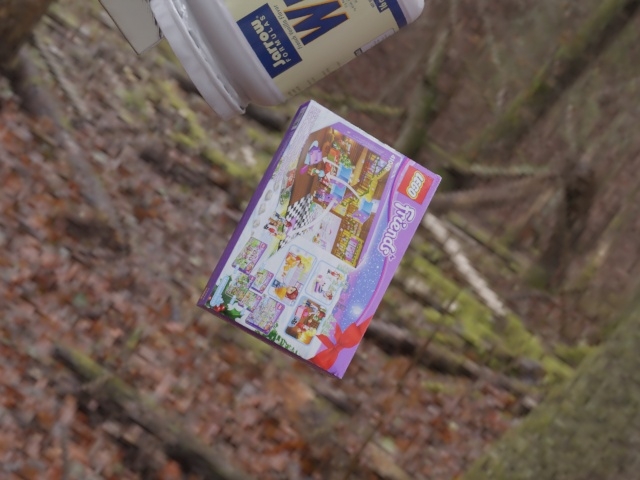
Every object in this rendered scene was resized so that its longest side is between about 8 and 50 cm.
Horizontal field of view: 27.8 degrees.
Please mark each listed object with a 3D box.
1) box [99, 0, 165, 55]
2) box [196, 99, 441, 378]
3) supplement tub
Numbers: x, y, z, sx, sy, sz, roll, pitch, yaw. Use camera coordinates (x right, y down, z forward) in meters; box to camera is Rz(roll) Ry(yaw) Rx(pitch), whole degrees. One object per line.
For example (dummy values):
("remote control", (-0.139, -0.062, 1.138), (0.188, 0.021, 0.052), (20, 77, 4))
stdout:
("box", (-0.374, -0.477, 2.371), (0.275, 0.094, 0.113), (54, 3, -11))
("box", (0.000, 0.000, 1.629), (0.201, 0.293, 0.057), (30, -10, -13))
("supplement tub", (-0.047, -0.332, 1.787), (0.235, 0.324, 0.235), (58, 5, -8))
